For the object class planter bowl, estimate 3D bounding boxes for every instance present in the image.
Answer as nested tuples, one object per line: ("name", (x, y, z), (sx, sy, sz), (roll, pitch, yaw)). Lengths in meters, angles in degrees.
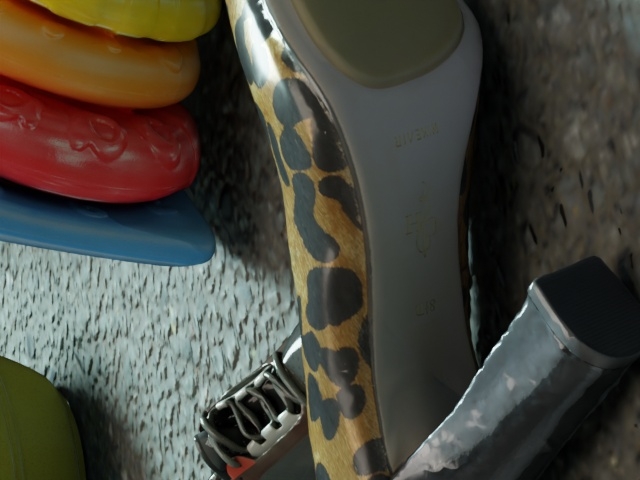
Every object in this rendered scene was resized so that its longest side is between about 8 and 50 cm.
("planter bowl", (-0.196, 0.141, 1.180), (0.217, 0.090, 0.217), (17, 109, 62))

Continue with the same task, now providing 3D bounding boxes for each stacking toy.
("stacking toy", (-0.097, -0.150, 0.891), (0.302, 0.166, 0.175), (-67, 30, 20))

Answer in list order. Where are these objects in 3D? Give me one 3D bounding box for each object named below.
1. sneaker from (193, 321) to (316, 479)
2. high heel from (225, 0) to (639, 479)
("sneaker", (-0.017, 0.079, 0.823), (0.158, 0.065, 0.061), (111, 145, -42))
("high heel", (0.000, 0.000, 0.734), (0.261, 0.093, 0.186), (59, 139, 27))
